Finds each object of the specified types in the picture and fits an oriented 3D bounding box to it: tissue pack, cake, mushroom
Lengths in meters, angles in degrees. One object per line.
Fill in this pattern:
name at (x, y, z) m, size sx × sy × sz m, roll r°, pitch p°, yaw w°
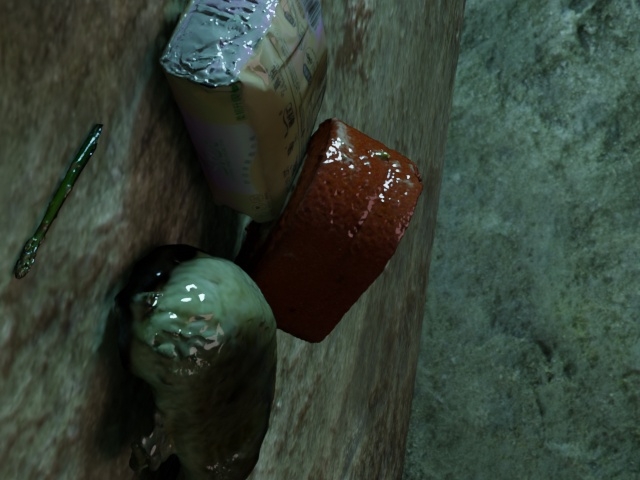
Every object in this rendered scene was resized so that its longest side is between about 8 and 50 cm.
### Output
tissue pack at (-0.065, -0.172, 1.107) m, size 0.256 × 0.123 × 0.215 m, roll 74°, pitch 33°, yaw -59°
cake at (0.000, 0.000, 1.242) m, size 0.283 × 0.151 × 0.177 m, roll -48°, pitch -155°, yaw 40°
mushroom at (-0.124, 0.157, 1.117) m, size 0.247 × 0.130 × 0.344 m, roll -67°, pitch 161°, yaw -51°

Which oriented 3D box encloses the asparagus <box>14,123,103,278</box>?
asparagus at (-0.213, -0.036, 0.864) m, size 0.016 × 0.013 × 0.166 m, roll 66°, pitch 35°, yaw -47°
